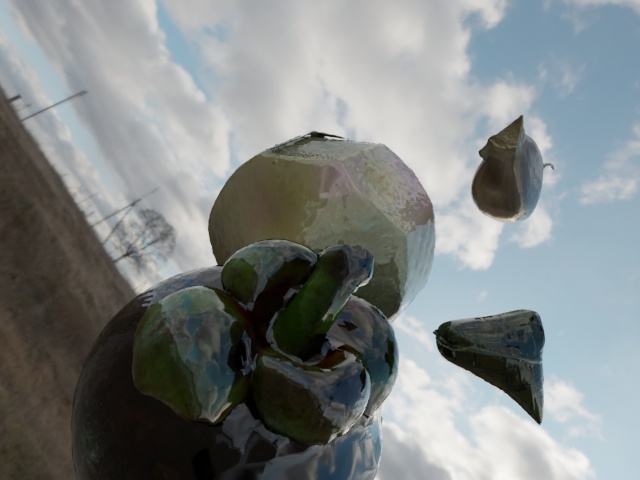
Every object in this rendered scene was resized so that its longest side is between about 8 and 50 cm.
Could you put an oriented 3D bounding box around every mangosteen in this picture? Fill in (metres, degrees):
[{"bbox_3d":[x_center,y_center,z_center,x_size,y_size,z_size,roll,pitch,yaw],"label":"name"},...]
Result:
[{"bbox_3d":[-0.072,0.150,0.518,0.311,0.311,0.311,48,-20,24],"label":"mangosteen"}]

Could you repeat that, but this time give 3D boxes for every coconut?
[{"bbox_3d":[0.000,0.000,0.870,0.352,0.353,0.352,48,-20,24],"label":"coconut"}]

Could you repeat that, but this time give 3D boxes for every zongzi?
[{"bbox_3d":[0.156,0.124,0.511,0.052,0.104,0.113,-164,-111,-75],"label":"zongzi"}]

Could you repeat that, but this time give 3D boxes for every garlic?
[{"bbox_3d":[0.352,-0.098,1.004,0.267,0.148,0.128,10,50,-61],"label":"garlic"}]
